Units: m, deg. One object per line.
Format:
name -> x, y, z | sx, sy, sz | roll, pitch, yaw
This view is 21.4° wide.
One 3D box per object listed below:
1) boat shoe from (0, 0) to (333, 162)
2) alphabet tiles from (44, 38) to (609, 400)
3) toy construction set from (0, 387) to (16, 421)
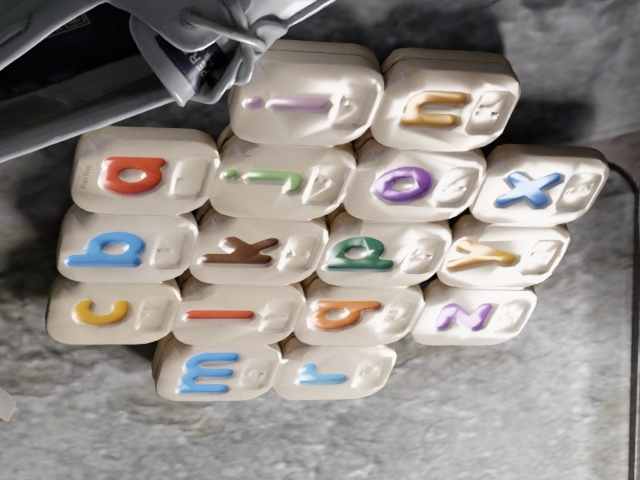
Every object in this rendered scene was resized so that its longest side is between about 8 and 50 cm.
boat shoe -> -0.057, -0.093, 0.702 | 0.258, 0.084, 0.095 | -23, 142, 15
alphabet tiles -> 0.000, 0.000, 0.896 | 0.278, 0.021, 0.284 | 0, 142, -17
toy construction set -> -0.306, 0.105, 0.853 | 0.309, 0.237, 0.257 | 29, 160, -20
